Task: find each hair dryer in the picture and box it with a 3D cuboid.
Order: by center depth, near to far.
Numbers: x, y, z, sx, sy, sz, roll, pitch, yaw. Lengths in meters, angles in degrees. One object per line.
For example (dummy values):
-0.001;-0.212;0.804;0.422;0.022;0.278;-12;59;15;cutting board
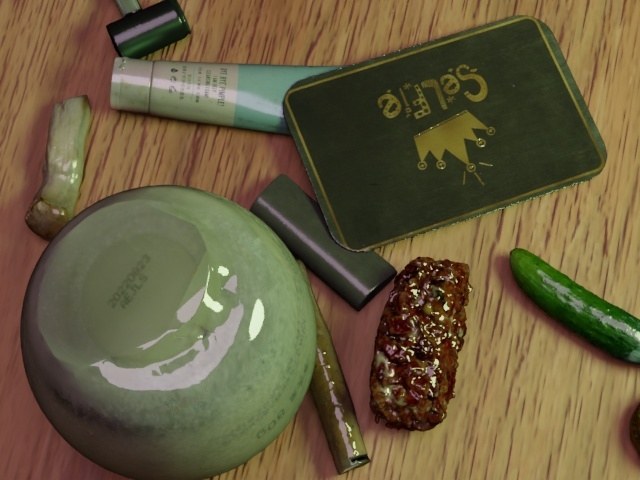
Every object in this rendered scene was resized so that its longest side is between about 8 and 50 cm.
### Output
-0.254;-0.327;1.697;0.100;0.057;0.197;-27;68;-9;hair dryer

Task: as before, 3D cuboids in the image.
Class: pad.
0.147;-0.178;1.610;0.376;0.063;0.314;-19;72;-11;pad

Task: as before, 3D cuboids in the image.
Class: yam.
0.000;0.147;1.537;0.046;0.046;0.263;-17;72;-4;yam

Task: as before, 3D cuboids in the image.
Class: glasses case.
0.001;0.001;1.589;0.191;0.042;0.072;41;70;13;glasses case

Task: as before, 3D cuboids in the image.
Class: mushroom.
-0.325;-0.098;1.624;0.059;0.054;0.202;6;68;5;mushroom

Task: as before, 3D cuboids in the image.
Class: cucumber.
0.325;0.091;1.542;0.250;0.056;0.056;33;76;14;cucumber

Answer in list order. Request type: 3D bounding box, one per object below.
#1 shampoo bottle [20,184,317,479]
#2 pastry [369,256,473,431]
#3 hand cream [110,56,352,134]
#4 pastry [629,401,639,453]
-0.165;0.100;1.415;0.323;0.317;0.322;0;74;0;shampoo bottle
0.115;0.117;1.515;0.097;0.115;0.208;8;74;17;pastry
-0.107;-0.187;1.648;0.313;0.070;0.111;7;71;-5;hand cream
0.412;0.215;1.498;0.097;0.057;0.109;32;75;13;pastry
